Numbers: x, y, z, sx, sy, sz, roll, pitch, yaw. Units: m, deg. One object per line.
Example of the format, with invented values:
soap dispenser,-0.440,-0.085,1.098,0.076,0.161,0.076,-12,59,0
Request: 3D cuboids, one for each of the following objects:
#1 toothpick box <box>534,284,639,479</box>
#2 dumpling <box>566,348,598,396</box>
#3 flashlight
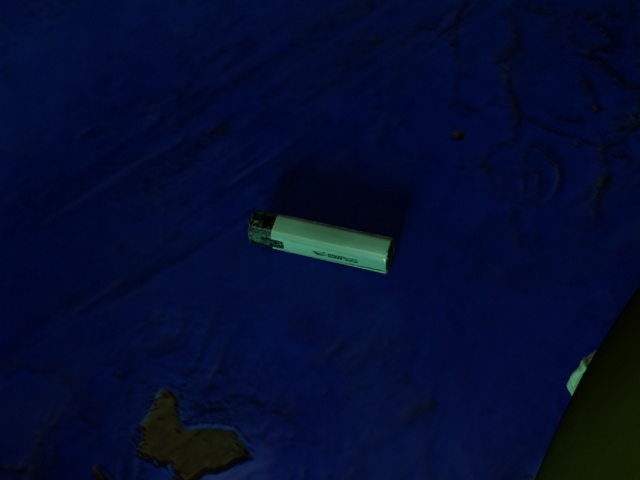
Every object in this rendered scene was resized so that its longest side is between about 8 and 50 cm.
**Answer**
toothpick box,0.264,0.160,0.619,0.408,0.409,0.425,10,58,11
dumpling,0.165,0.091,0.877,0.076,0.052,0.057,32,68,22
flashlight,0.000,0.000,0.973,0.083,0.018,0.018,12,58,12
